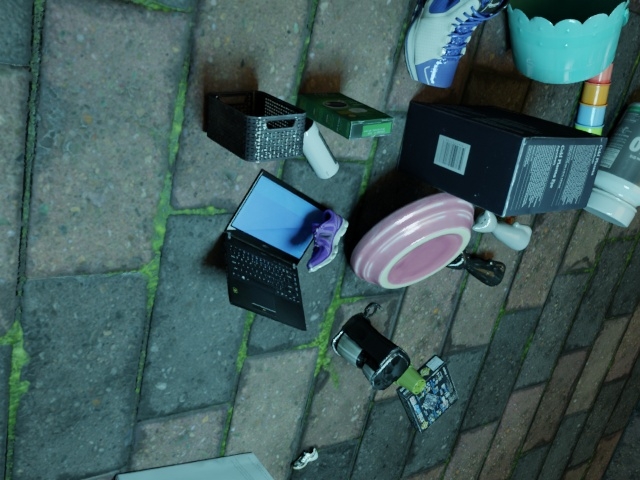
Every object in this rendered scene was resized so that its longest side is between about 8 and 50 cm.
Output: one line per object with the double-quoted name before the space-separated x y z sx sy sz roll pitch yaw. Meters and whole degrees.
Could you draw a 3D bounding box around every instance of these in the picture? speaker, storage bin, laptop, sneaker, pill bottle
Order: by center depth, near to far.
"storage bin" -0.121 -0.213 1.170 0.122 0.180 0.084 -12 120 -33
"sneaker" 0.293 -0.476 1.353 0.128 0.182 0.315 -13 121 -32
"speaker" -0.012 -0.196 1.355 0.055 0.055 0.136 -44 133 -11
"laptop" -0.079 0.028 1.367 0.137 0.264 0.234 -31 142 28
"sneaker" 0.000 0.000 1.416 0.071 0.068 0.169 41 48 -21
"sneaker" -0.047 0.614 1.801 0.083 0.032 0.036 -25 113 -32
"pill bottle" 0.989 -0.238 2.026 0.204 0.204 0.360 21 99 -43

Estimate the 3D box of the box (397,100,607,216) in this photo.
"box" 0.418 -0.200 1.494 0.313 0.343 0.178 -7 116 -35

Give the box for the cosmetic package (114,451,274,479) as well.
"cosmetic package" -0.284 0.648 1.500 0.385 0.217 0.156 5 110 -39

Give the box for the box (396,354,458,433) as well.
"box" 0.345 0.492 2.026 0.175 0.051 0.220 -39 132 -15

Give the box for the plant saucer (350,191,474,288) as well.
"plant saucer" 0.237 0.016 1.553 0.332 0.084 0.332 -22 154 -11

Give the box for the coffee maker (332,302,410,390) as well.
"coffee maker" 0.142 0.274 1.653 0.120 0.178 0.171 17 102 -44

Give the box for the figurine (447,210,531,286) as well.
"figurine" 0.478 0.016 1.831 0.210 0.092 0.214 18 111 -38

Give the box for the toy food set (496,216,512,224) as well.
"toy food set" 0.549 -0.042 1.912 0.083 0.020 0.083 -14 122 -32

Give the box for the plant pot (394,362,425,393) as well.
"plant pot" 0.271 0.418 1.906 0.083 0.079 0.083 -19 125 -30

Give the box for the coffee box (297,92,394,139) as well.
"coffee box" 0.047 -0.253 1.280 0.113 0.184 0.040 -13 124 -35

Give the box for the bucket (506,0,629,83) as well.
"bucket" 0.578 -0.517 1.504 0.281 0.281 0.183 -38 141 -16

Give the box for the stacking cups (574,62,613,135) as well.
"stacking cups" 0.803 -0.372 1.878 0.096 0.096 0.316 -18 124 -30
